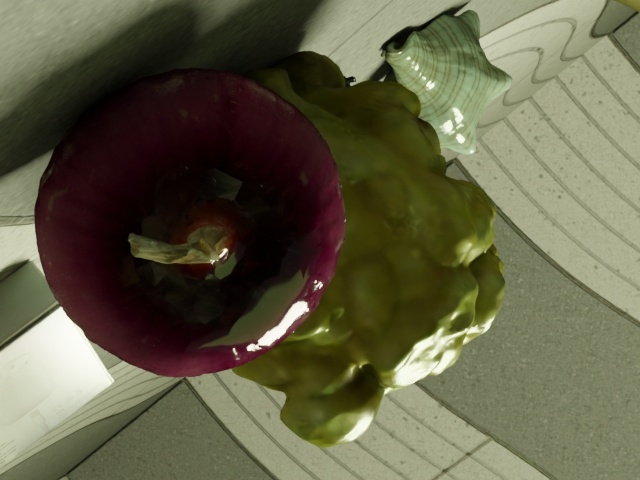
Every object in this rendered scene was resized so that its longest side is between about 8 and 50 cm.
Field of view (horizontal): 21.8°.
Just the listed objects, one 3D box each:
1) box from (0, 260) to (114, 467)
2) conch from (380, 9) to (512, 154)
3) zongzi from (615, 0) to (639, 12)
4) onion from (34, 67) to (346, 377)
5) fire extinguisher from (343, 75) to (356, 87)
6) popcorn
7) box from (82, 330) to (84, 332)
[{"bbox_3d":[-0.235,0.100,1.237,0.130,0.051,0.129,-37,146,-12],"label":"box"},{"bbox_3d":[0.122,-0.146,1.566,0.137,0.114,0.234,-50,175,-20],"label":"conch"},{"bbox_3d":[0.279,-0.276,1.210,0.228,0.115,0.256,10,129,-48],"label":"zongzi"},{"bbox_3d":[-0.071,-0.010,0.941,0.177,0.177,0.153,-35,-149,-30],"label":"onion"},{"bbox_3d":[0.009,-0.124,1.406,0.038,0.025,0.083,-14,172,-8],"label":"fire extinguisher"},{"bbox_3d":[0.000,0.000,1.136,0.242,0.250,0.235,-37,168,-28],"label":"popcorn"},{"bbox_3d":[-0.306,0.134,1.425,0.311,0.043,0.173,-42,174,39],"label":"box"}]
